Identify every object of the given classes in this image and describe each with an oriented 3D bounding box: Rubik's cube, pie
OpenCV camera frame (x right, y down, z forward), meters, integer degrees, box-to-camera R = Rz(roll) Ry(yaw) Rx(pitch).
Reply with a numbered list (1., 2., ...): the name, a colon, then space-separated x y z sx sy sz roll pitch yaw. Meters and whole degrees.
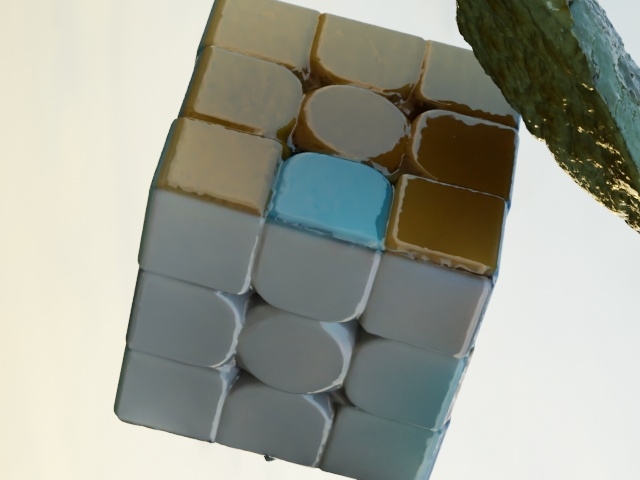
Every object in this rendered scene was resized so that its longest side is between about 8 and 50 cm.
1. Rubik's cube: 0.000 0.000 1.739 0.291 0.291 0.290 -76 -178 -46
2. pie: 0.207 -0.120 1.581 0.274 0.105 0.257 56 4 -10
